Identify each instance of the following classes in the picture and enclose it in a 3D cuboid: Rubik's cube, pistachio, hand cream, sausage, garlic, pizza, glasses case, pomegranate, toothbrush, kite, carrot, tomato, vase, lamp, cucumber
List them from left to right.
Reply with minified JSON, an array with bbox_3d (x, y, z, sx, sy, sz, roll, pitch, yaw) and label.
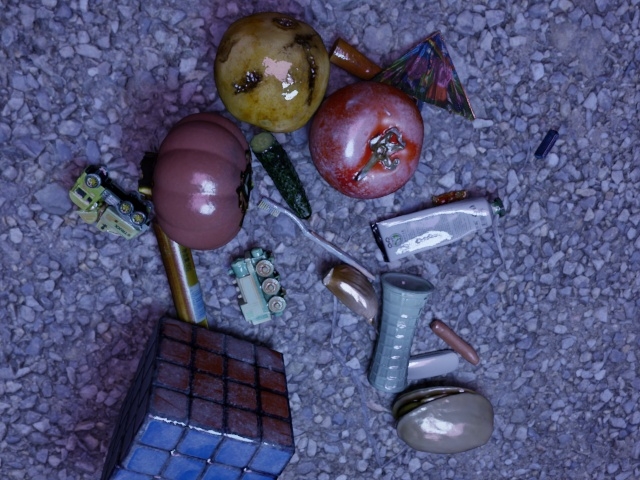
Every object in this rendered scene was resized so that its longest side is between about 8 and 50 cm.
[{"bbox_3d":[-0.333,0.116,1.476,0.082,0.082,0.371,-12,108,-7],"label":"sausage"},{"bbox_3d":[-0.273,-0.128,1.310,0.239,0.305,0.305,5,104,0],"label":"lamp"},{"bbox_3d":[-0.290,0.438,1.401,0.344,0.344,0.337,24,113,-18],"label":"Rubik's cube"},{"bbox_3d":[-0.106,-0.371,1.309,0.260,0.260,0.260,-3,105,-10],"label":"pomegranate"},{"bbox_3d":[-0.080,-0.141,1.413,0.067,0.067,0.293,-33,141,-1],"label":"cucumber"},{"bbox_3d":[0.000,0.000,1.531,0.375,0.028,0.037,34,107,-17],"label":"toothbrush"},{"bbox_3d":[0.088,0.146,1.524,0.090,0.128,0.198,-39,92,21],"label":"garlic"},{"bbox_3d":[0.098,-0.234,1.382,0.270,0.227,0.270,-11,118,-21],"label":"tomato"},{"bbox_3d":[0.118,-0.408,1.433,0.209,0.061,0.061,25,99,-20],"label":"carrot"},{"bbox_3d":[0.204,0.247,1.582,0.143,0.143,0.299,5,107,-12],"label":"vase"},{"bbox_3d":[0.269,-0.400,1.467,0.321,0.016,0.234,14,89,-24],"label":"kite"},{"bbox_3d":[0.308,0.348,1.674,0.164,0.041,0.063,-10,105,-7],"label":"glasses case"},{"bbox_3d":[0.305,-0.038,1.544,0.336,0.076,0.121,-18,112,6],"label":"hand cream"},{"bbox_3d":[0.346,0.493,1.652,0.288,0.166,0.197,4,119,-12],"label":"pistachio"},{"bbox_3d":[0.344,-0.079,1.573,0.100,0.029,0.099,-9,107,-7],"label":"pizza"},{"bbox_3d":[0.376,0.283,1.669,0.186,0.043,0.043,41,94,-17],"label":"sausage"},{"bbox_3d":[0.599,-0.251,1.573,0.023,0.033,0.083,25,99,-27],"label":"glasses case"}]

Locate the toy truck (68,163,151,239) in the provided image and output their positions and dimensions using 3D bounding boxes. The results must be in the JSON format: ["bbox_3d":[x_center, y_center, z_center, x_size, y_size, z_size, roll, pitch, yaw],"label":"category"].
[{"bbox_3d":[-0.493,-0.077,1.392,0.116,0.085,0.191,-44,110,11],"label":"toy truck"}]

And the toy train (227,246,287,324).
[{"bbox_3d":[-0.159,0.114,1.508,0.125,0.081,0.194,-18,109,-1],"label":"toy train"}]
